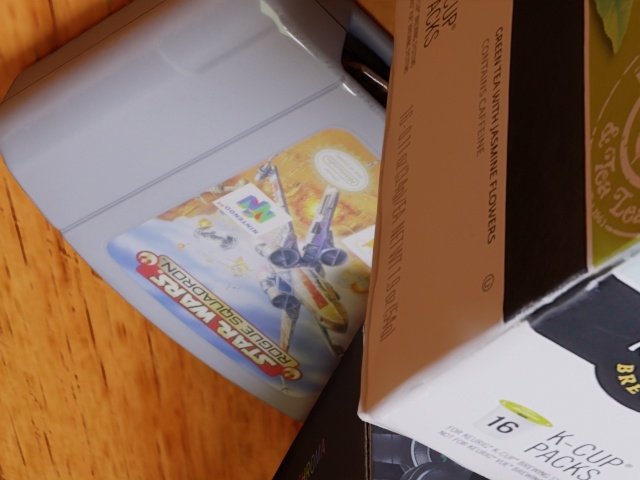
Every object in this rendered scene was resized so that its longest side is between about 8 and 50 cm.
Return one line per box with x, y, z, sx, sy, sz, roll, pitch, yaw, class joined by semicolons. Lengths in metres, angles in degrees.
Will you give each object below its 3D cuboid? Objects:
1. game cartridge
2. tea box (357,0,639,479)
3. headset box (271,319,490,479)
0.000;0.000;0.769;0.198;0.062;0.297;-28;125;33;game cartridge
0.241;-0.028;0.522;0.329;0.220;0.323;27;138;-24;tea box
0.106;0.159;0.799;0.283;0.131;0.246;8;148;-12;headset box
